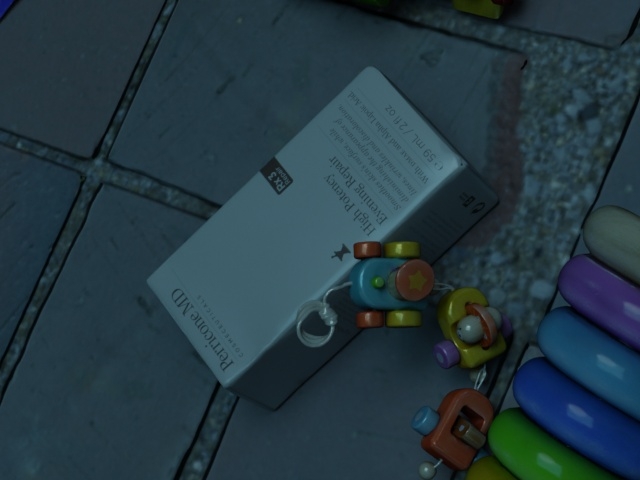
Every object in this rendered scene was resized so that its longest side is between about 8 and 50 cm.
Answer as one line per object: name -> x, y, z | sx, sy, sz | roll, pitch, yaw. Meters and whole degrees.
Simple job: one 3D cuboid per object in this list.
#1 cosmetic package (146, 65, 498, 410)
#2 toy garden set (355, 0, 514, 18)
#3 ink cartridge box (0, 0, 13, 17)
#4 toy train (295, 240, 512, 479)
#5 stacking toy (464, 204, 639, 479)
cosmetic package -> 0.000, 0.000, 1.080 | 0.231, 0.085, 0.117 | -44, 60, 6
toy garden set -> 0.092, -0.283, 1.150 | 0.204, 0.049, 0.244 | 18, 82, 32
ink cartridge box -> -0.291, -0.327, 1.348 | 0.208, 0.045, 0.206 | -49, 59, 10
toy train -> 0.070, 0.074, 0.995 | 0.125, 0.166, 0.046 | -54, 16, -21
stacking toy -> 0.151, 0.149, 0.944 | 0.141, 0.141, 0.330 | 34, 98, 31
